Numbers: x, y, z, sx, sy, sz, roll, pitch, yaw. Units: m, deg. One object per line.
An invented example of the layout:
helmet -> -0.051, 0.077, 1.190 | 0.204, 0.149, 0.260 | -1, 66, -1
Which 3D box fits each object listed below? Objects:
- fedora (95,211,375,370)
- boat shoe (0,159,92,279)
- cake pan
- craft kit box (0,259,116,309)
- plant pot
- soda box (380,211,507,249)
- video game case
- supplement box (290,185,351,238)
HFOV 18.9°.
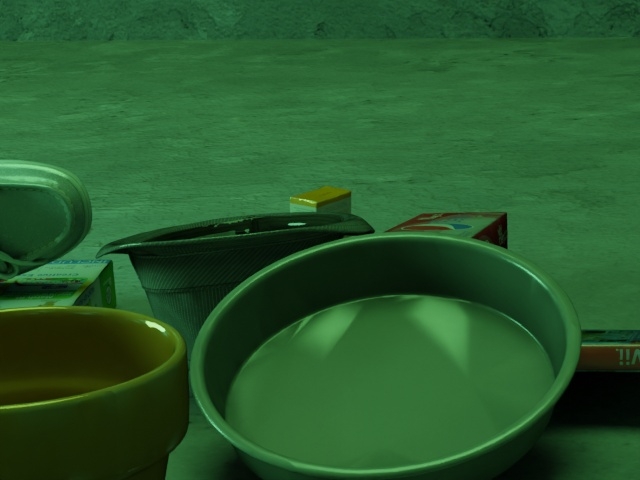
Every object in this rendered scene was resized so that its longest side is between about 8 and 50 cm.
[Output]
fedora -> -0.069, 0.047, 1.678 | 0.244, 0.124, 0.275 | -6, 4, -1
boat shoe -> -0.371, 0.003, 1.771 | 0.320, 0.118, 0.103 | -7, 20, 2
cake pan -> 0.050, 0.097, 1.441 | 0.293, 0.054, 0.293 | -6, 35, 4
craft kit box -> -0.340, 0.074, 1.804 | 0.250, 0.061, 0.246 | -1, 12, 9
plant pot -> -0.178, 0.156, 1.151 | 0.205, 0.188, 0.205 | -2, 14, 1
soda box -> 0.115, 0.024, 1.765 | 0.092, 0.083, 0.263 | -1, 6, 12
video game case -> 0.150, 0.090, 1.594 | 0.285, 0.025, 0.204 | 0, 0, 12
supplement box -> 0.000, 0.000, 1.929 | 0.036, 0.098, 0.062 | 11, 18, 34
